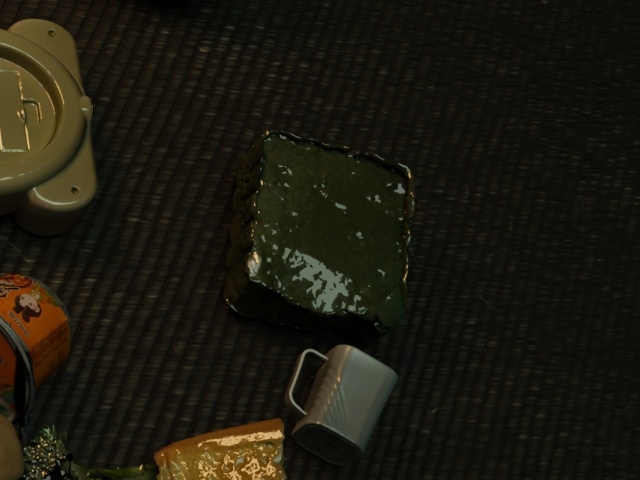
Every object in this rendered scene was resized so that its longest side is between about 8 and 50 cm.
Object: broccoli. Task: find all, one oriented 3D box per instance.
[{"bbox_3d":[-0.269,0.284,1.854,0.204,0.118,0.122,8,30,-42],"label":"broccoli"}]

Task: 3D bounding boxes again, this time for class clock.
[{"bbox_3d":[-0.441,-0.147,1.967,0.310,0.114,0.284,0,67,-26],"label":"clock"}]

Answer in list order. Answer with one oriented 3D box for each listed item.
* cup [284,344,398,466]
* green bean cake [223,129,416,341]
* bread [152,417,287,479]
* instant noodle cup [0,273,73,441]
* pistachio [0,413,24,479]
[{"bbox_3d":[0.017,0.203,2.038,0.128,0.095,0.129,32,56,-10],"label":"cup"},{"bbox_3d":[0.000,0.000,2.112,0.241,0.132,0.255,14,62,-21],"label":"green bean cake"},{"bbox_3d":[-0.109,0.305,1.920,0.169,0.160,0.140,-10,63,5],"label":"bread"},{"bbox_3d":[-0.369,0.117,1.842,0.125,0.178,0.208,-40,119,-50],"label":"instant noodle cup"},{"bbox_3d":[-0.433,0.236,1.756,0.206,0.131,0.129,15,84,-18],"label":"pistachio"}]
